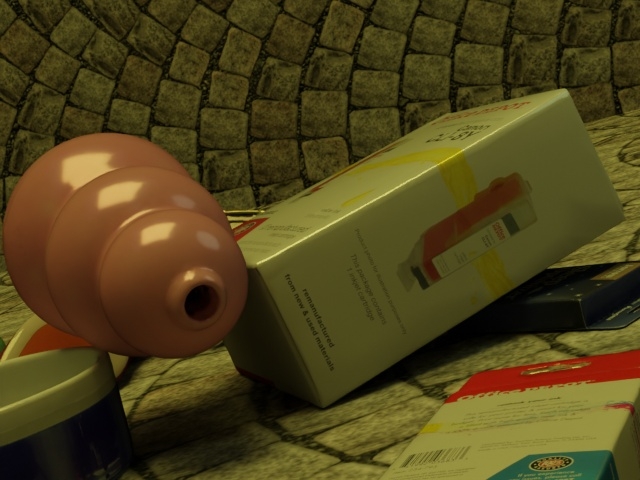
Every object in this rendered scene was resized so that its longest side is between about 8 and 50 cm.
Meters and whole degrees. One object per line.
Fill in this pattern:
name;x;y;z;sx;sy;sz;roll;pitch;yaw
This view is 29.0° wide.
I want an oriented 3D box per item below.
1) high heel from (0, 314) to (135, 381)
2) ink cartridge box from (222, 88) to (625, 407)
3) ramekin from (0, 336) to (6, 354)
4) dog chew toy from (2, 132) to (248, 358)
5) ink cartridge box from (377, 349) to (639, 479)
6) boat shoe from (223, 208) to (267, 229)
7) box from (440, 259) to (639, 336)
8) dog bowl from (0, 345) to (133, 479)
high heel;-0.312;0.156;1.571;0.181;0.127;0.377;-45;-6;34
ink cartridge box;0.080;-0.002;1.321;0.384;0.160;0.279;-29;10;-18
ramekin;-0.662;0.153;1.950;0.303;0.148;0.303;-15;7;2
dog chew toy;-0.172;0.014;1.158;0.206;0.207;0.332;-18;21;-24
ink cartridge box;0.127;0.139;0.735;0.134;0.078;0.231;-11;8;25
boat shoe;0.000;0.000;1.715;0.324;0.097;0.116;-3;-23;-2
box;0.244;0.059;1.279;0.225;0.037;0.136;-6;12;45
dog bowl;-0.311;0.189;1.147;0.264;0.104;0.265;-14;7;2
